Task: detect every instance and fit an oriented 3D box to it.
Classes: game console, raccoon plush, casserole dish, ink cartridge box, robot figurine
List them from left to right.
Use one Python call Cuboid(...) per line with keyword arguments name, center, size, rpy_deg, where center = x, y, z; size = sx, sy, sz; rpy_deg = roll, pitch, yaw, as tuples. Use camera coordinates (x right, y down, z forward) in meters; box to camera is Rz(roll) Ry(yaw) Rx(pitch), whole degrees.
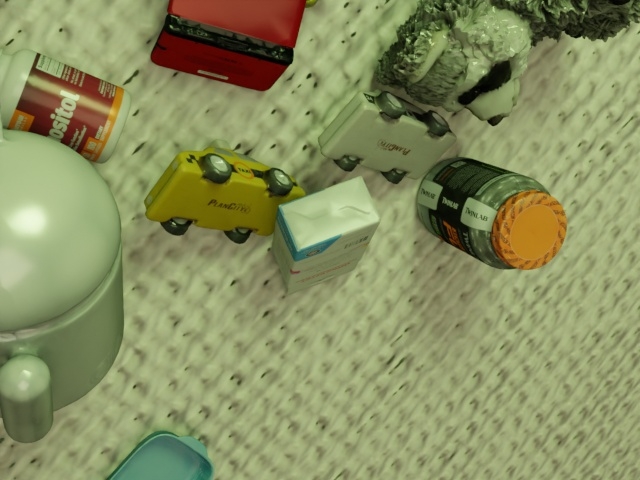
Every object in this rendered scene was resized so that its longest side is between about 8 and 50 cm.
Cuboid(name="robot figurine", center=(-0.292, 0.036, 0.729), size=(0.199, 0.300, 0.353), rpy_deg=(-11, 148, -20))
Cuboid(name="casserole dish", center=(-0.222, 0.320, 0.977), size=(0.114, 0.037, 0.188), rpy_deg=(42, 87, -25))
Cuboid(name="game console", center=(-0.101, -0.239, 0.838), size=(0.144, 0.124, 0.085), rpy_deg=(10, 71, -22))
Cuboid(name="ink cartridge box", center=(0.000, 0.000, 0.921), size=(0.104, 0.181, 0.062), rpy_deg=(-20, 74, -14))
Cuboid(name="raccoon plush", center=(0.176, -0.362, 0.894), size=(0.299, 0.216, 0.447), rpy_deg=(-16, 80, 0))

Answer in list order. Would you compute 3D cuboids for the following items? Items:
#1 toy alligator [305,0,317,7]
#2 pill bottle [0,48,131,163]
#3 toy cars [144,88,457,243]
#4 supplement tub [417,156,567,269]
Cuboid(name="toy alligator", center=(-0.062, -0.289, 0.856), size=(0.189, 0.056, 0.051), rpy_deg=(-15, 68, -6))
Cuboid(name="pill bottle", center=(-0.282, -0.144, 0.793), size=(0.152, 0.086, 0.086), rpy_deg=(20, 97, -24))
Cuboid(name="toy cars", center=(-0.021, -0.102, 0.896), size=(0.393, 0.087, 0.176), rpy_deg=(-21, 150, -14))
Cuboid(name="supplement tub", center=(0.210, -0.034, 0.949), size=(0.116, 0.190, 0.117), rpy_deg=(-5, 107, -18))
